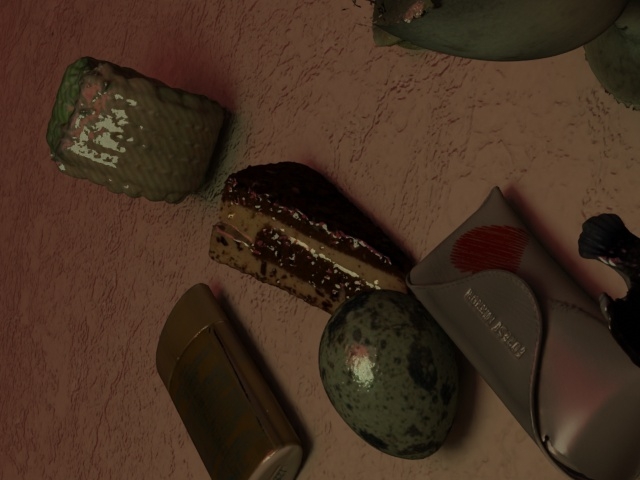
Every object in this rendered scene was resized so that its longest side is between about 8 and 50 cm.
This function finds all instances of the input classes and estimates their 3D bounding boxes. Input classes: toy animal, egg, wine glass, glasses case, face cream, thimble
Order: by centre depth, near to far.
[{"bbox_3d":[0.297,0.041,0.846,0.272,0.197,0.160,-42,14,-20],"label":"toy animal"},{"bbox_3d":[0.175,-0.215,0.847,0.190,0.357,0.190,-10,77,50],"label":"wine glass"},{"bbox_3d":[0.185,0.076,0.984,0.128,0.083,0.308,-60,44,24],"label":"glasses case"},{"bbox_3d":[0.069,0.130,1.076,0.132,0.132,0.172,-37,67,40],"label":"egg"},{"bbox_3d":[-0.121,0.191,1.340,0.139,0.067,0.285,-58,45,24],"label":"face cream"},{"bbox_3d":[-0.243,-0.142,1.438,0.219,0.219,0.150,28,101,49],"label":"thimble"}]

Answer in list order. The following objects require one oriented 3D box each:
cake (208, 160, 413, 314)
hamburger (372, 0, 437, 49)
[{"bbox_3d":[0.011,0.003,1.244,0.246,0.135,0.112,25,117,20],"label":"cake"},{"bbox_3d":[0.104,-0.266,1.180,0.084,0.054,0.121,-13,65,50],"label":"hamburger"}]
